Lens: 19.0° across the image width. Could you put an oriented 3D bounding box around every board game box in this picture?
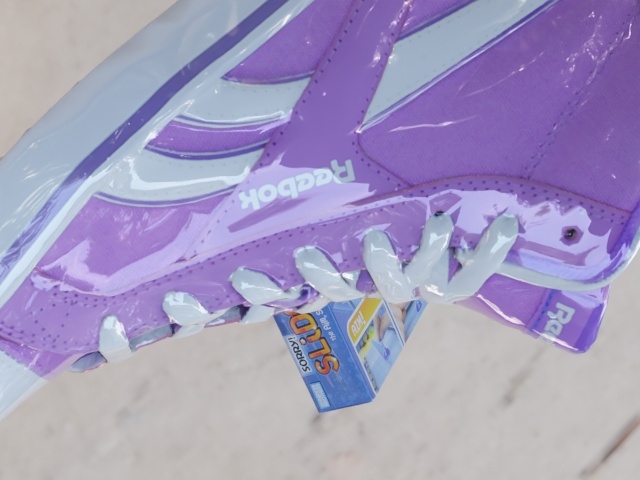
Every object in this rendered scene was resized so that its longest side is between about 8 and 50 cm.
[{"bbox_3d":[0.018,-0.016,1.041,0.136,0.035,0.201,66,28,-18],"label":"board game box"}]

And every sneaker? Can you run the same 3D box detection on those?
[{"bbox_3d":[0.000,0.000,0.579,0.282,0.161,0.102,-41,180,-5],"label":"sneaker"}]
